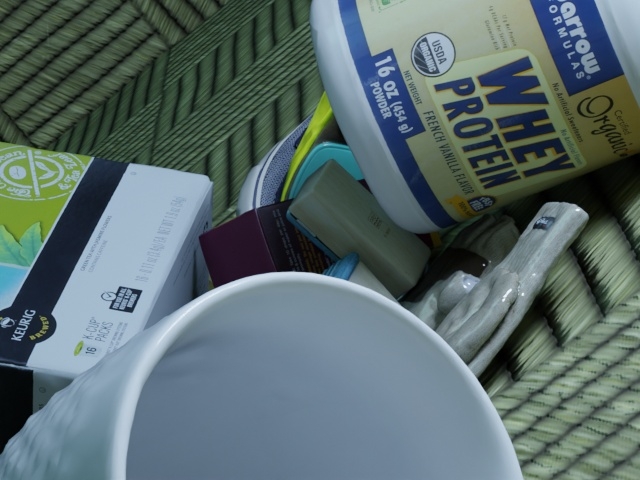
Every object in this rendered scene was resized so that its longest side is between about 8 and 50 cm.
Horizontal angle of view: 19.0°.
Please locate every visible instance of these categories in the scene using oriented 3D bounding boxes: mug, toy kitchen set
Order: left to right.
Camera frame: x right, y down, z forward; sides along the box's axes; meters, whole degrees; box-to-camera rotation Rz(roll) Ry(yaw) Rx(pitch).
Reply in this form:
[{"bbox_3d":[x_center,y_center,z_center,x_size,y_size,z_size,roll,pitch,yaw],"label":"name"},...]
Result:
[{"bbox_3d":[-0.042,0.191,1.188,0.374,0.276,0.328,-15,-12,-39],"label":"mug"},{"bbox_3d":[-0.030,0.066,1.589,0.166,0.122,0.207,-38,14,39],"label":"toy kitchen set"}]

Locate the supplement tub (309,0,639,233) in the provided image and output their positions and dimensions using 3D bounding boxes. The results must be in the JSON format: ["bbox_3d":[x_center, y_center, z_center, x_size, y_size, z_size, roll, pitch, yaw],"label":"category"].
[{"bbox_3d":[0.174,-0.160,1.556,0.316,0.228,0.228,-22,20,13],"label":"supplement tub"}]

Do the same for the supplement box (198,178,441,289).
[{"bbox_3d":[0.000,0.000,1.720,0.188,0.081,0.104,-16,-4,-37],"label":"supplement box"}]

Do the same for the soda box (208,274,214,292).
[{"bbox_3d":[-0.148,0.031,2.162,0.058,0.061,0.181,-38,16,9],"label":"soda box"}]

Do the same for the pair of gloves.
[{"bbox_3d":[0.111,0.058,1.517,0.204,0.042,0.240,-50,12,-14],"label":"pair of gloves"}]

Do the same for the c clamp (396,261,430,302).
[{"bbox_3d":[0.045,0.074,1.681,0.160,0.022,0.137,-45,11,-10],"label":"c clamp"}]

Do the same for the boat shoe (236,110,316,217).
[{"bbox_3d":[0.041,-0.098,1.942,0.158,0.127,0.340,-37,14,40],"label":"boat shoe"}]

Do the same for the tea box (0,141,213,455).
[{"bbox_3d":[-0.289,0.088,1.696,0.323,0.220,0.329,8,33,6],"label":"tea box"}]

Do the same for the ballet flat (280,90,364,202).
[{"bbox_3d":[0.021,-0.106,1.824,0.077,0.077,0.231,-113,43,-59],"label":"ballet flat"}]
